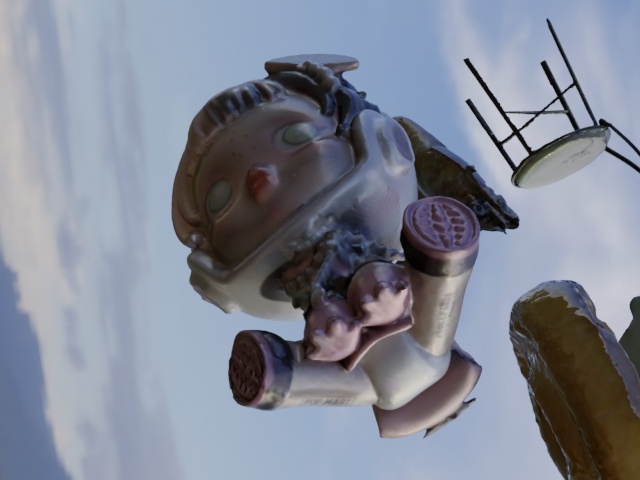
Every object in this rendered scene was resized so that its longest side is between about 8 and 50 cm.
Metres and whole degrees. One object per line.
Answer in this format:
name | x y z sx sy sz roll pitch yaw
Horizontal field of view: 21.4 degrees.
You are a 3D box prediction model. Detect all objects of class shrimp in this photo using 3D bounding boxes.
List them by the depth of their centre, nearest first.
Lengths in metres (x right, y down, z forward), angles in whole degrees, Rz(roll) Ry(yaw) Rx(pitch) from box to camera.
shrimp | 0.141 -0.030 1.789 0.296 0.058 0.169 47 -18 58

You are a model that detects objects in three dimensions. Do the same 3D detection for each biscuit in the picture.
biscuit | 0.277 0.182 1.743 0.296 0.102 0.296 63 -4 8

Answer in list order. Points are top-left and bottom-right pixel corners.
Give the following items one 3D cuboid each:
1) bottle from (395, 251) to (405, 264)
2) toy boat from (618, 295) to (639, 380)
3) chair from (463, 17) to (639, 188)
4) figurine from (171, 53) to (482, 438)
bottle | 0.106 0.074 2.383 0.072 0.082 0.244 24 -49 24
toy boat | 0.400 0.155 1.936 0.134 0.079 0.208 -57 -145 15
chair | 0.326 -0.115 2.225 0.326 0.170 0.160 63 -6 20
figurine | -0.009 0.005 1.553 0.361 0.253 0.211 59 -5 40
